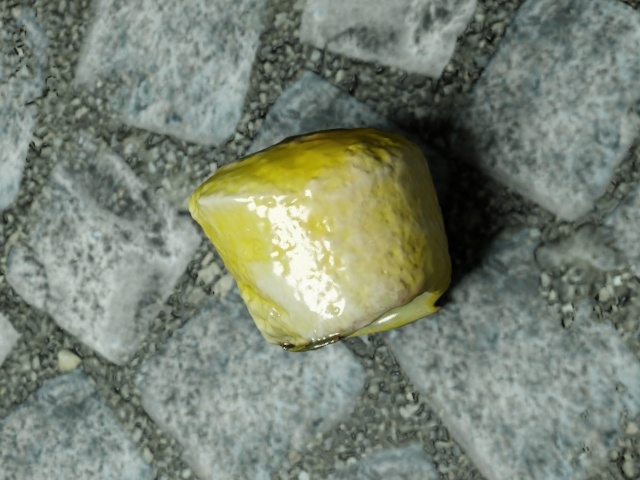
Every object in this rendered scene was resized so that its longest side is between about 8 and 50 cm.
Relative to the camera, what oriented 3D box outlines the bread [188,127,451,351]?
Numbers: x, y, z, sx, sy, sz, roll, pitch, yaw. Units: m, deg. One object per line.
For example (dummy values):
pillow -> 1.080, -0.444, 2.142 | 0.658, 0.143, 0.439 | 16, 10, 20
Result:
bread -> 0.003, -0.003, 1.384 | 0.197, 0.197, 0.170 | -21, 84, 21
